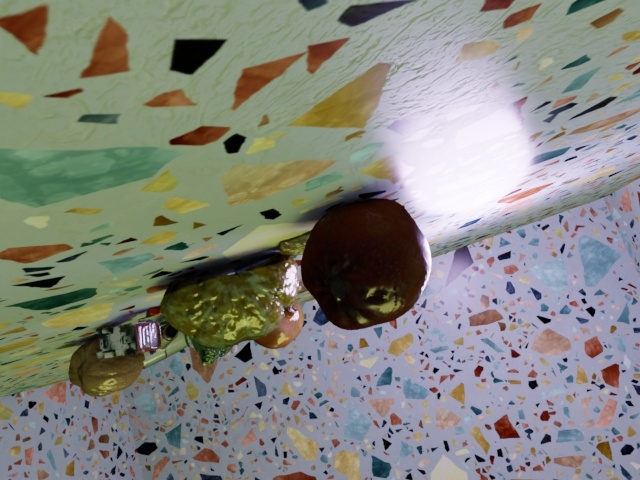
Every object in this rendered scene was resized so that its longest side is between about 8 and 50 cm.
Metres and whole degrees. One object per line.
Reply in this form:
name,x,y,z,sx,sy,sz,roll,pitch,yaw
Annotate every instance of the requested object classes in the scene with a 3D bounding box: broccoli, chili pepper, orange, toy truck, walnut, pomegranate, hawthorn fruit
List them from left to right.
walnut,-0.775,0.449,1.701,0.224,0.257,0.257,12,-179,22
toy truck,-0.621,0.321,1.491,0.270,0.114,0.135,-15,170,36
chili pepper,-0.485,0.217,1.494,0.178,0.027,0.045,-14,173,-22
broccoli,-0.402,0.309,1.667,0.242,0.261,0.269,16,-169,-32
orange,-0.222,0.163,1.207,0.369,0.210,0.271,-13,171,-18
pomegranate,-0.180,0.305,1.875,0.229,0.252,0.270,-17,165,-36
hawthorn fruit,0.096,0.046,1.020,0.295,0.295,0.311,-22,-167,16

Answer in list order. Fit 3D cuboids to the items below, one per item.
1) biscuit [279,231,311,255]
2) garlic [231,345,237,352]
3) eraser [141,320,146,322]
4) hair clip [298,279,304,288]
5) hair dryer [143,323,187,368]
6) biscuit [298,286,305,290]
biscuit,0.000,0.001,1.222,0.229,0.031,0.176,-17,170,-10
garlic,-0.425,0.419,2.152,0.219,0.212,0.218,-19,176,-1
eraser,-0.676,0.318,1.683,0.085,0.027,0.063,-13,168,-28
hair clip,-0.145,0.217,2.082,0.072,0.034,0.226,-7,166,-36
hair dryer,-0.612,0.387,1.816,0.203,0.128,0.362,-24,172,-34
biscuit,-0.082,0.234,2.294,0.153,0.030,0.234,-14,169,-34
